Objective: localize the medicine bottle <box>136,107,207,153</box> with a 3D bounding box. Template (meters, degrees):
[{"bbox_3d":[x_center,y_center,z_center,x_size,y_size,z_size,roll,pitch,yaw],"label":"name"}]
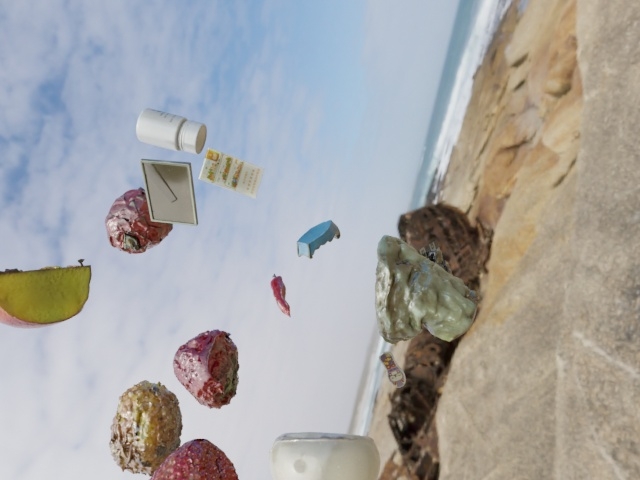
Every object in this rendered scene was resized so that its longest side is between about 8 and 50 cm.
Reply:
[{"bbox_3d":[-0.591,-0.433,2.246,0.144,0.251,0.145,15,-90,-83],"label":"medicine bottle"}]

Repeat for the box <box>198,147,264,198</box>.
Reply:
[{"bbox_3d":[-0.324,-0.247,2.069,0.032,0.220,0.122,0,73,66],"label":"box"}]

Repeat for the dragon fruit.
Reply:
[{"bbox_3d":[-0.678,-0.079,2.148,0.299,0.244,0.244,-54,-18,-27],"label":"dragon fruit"}]

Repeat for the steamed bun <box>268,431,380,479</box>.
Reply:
[{"bbox_3d":[0.014,0.766,1.868,0.374,0.374,0.242,86,-178,-66],"label":"steamed bun"}]

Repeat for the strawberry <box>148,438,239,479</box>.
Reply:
[{"bbox_3d":[-0.353,0.679,1.500,0.250,0.238,0.289,42,-139,-51],"label":"strawberry"}]

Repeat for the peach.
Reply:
[{"bbox_3d":[-0.703,0.137,1.355,0.267,0.158,0.154,-5,-94,-45],"label":"peach"}]

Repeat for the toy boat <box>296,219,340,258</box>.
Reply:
[{"bbox_3d":[0.000,0.000,1.808,0.185,0.075,0.077,-41,-53,-40],"label":"toy boat"}]

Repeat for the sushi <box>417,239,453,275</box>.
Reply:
[{"bbox_3d":[0.405,0.111,1.858,0.192,0.050,0.215,-22,-85,-57],"label":"sushi"}]

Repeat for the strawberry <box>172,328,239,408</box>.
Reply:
[{"bbox_3d":[-0.400,0.445,1.970,0.274,0.220,0.274,3,-90,-82],"label":"strawberry"}]

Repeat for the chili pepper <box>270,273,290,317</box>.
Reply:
[{"bbox_3d":[-0.140,0.177,1.903,0.059,0.050,0.268,-63,24,21],"label":"chili pepper"}]

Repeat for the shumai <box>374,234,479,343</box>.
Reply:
[{"bbox_3d":[0.285,0.133,1.489,0.309,0.263,0.304,-58,-32,-65],"label":"shumai"}]

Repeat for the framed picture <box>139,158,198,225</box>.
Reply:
[{"bbox_3d":[-0.436,-0.138,1.634,0.015,0.150,0.203,-73,-15,-56],"label":"framed picture"}]

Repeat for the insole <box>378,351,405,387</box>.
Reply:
[{"bbox_3d":[0.265,0.472,2.055,0.004,0.065,0.197,-99,-15,-58],"label":"insole"}]

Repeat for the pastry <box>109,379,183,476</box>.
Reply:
[{"bbox_3d":[-0.711,0.786,2.301,0.405,0.292,0.338,115,165,-46],"label":"pastry"}]
